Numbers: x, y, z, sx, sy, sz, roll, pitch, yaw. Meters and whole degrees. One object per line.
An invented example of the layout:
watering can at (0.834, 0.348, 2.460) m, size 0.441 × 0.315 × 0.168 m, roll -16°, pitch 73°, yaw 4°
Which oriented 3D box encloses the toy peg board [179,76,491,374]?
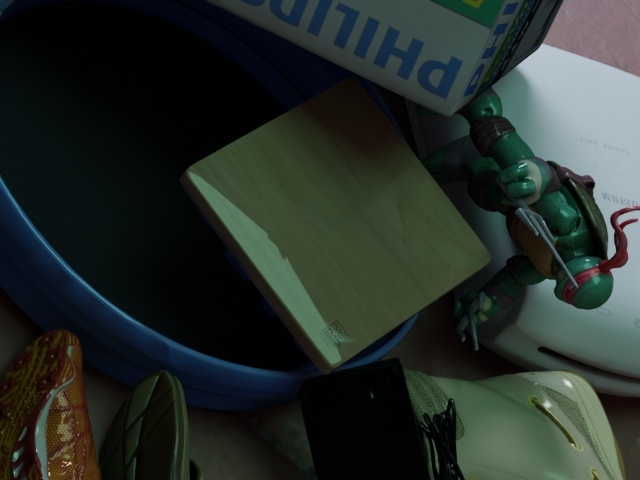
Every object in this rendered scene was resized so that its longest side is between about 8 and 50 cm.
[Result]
toy peg board at (0.000, 0.000, 1.267) m, size 0.160 × 0.079 × 0.161 m, roll -32°, pitch 81°, yaw -35°

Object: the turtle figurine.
turtle figurine at (0.144, -0.012, 1.351) m, size 0.118 × 0.175 × 0.234 m, roll -7°, pitch 45°, yaw -23°

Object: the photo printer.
photo printer at (0.210, -0.015, 1.542) m, size 0.256 × 0.107 × 0.308 m, roll 14°, pitch 49°, yaw -32°

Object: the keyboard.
keyboard at (0.054, 0.173, 1.230) m, size 0.038 × 0.100 × 0.192 m, roll -16°, pitch 93°, yaw -79°

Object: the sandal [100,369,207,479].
sandal at (-0.092, 0.168, 1.162) m, size 0.049 × 0.072 × 0.180 m, roll 22°, pitch 44°, yaw -48°

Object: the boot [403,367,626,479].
boot at (0.140, 0.200, 1.307) m, size 0.203 × 0.095 × 0.262 m, roll 8°, pitch 51°, yaw -37°

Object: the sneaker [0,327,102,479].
sneaker at (-0.164, 0.134, 1.144) m, size 0.067 × 0.064 × 0.175 m, roll 40°, pitch 38°, yaw -43°

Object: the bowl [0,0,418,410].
bowl at (-0.097, -0.055, 1.330) m, size 0.391 × 0.077 × 0.391 m, roll 24°, pitch 44°, yaw -26°

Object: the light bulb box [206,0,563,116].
light bulb box at (0.021, -0.284, 1.352) m, size 0.358 × 0.225 × 0.361 m, roll 27°, pitch 18°, yaw 8°

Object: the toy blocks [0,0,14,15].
toy blocks at (-0.300, -0.216, 1.061) m, size 0.381 × 0.261 × 0.191 m, roll 32°, pitch 26°, yaw -44°
